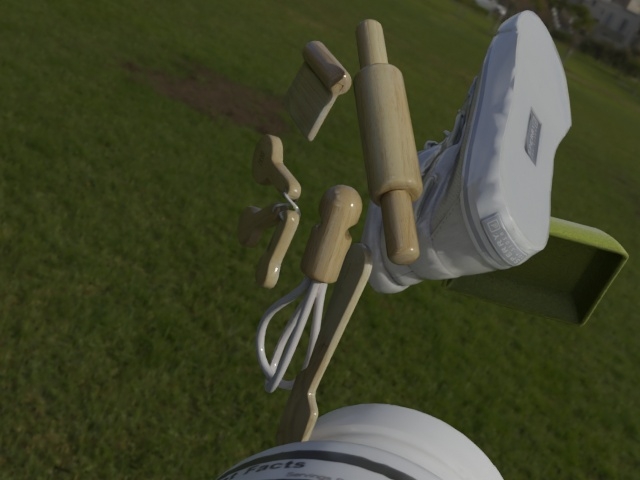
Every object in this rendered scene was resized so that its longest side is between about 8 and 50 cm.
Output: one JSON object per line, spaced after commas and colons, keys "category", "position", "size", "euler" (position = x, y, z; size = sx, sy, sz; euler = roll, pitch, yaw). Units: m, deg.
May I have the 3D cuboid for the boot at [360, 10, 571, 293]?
{"category": "boot", "position": [0.099, -0.068, 0.628], "size": [0.095, 0.123, 0.258], "euler": [54, 37, -23]}

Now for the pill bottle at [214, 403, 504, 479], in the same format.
{"category": "pill bottle", "position": [-0.011, 0.221, 0.408], "size": [0.210, 0.210, 0.363], "euler": [30, 19, 12]}

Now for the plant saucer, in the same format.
{"category": "plant saucer", "position": [0.255, 0.022, 1.075], "size": [0.188, 0.188, 0.045], "euler": [15, 59, 6]}

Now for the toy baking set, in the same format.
{"category": "toy baking set", "position": [0.003, -0.005, 0.547], "size": [0.030, 0.197, 0.256], "euler": [10, 53, -26]}
